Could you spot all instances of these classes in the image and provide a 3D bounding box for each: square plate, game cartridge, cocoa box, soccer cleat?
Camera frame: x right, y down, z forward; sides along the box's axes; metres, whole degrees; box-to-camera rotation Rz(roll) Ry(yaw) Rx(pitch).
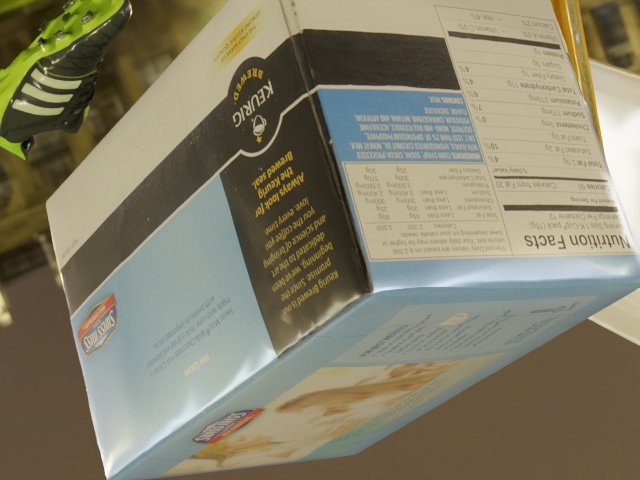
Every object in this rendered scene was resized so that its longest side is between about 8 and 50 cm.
[{"bbox_3d":[0.307,-0.078,1.893,0.049,0.347,0.344,-23,-144,-33],"label":"square plate"},{"bbox_3d":[0.247,-0.151,1.553,0.053,0.285,0.324,-10,-177,15],"label":"game cartridge"},{"bbox_3d":[0.000,0.000,1.056,0.231,0.228,0.347,-1,156,-36],"label":"cocoa box"},{"bbox_3d":[-0.189,-0.123,1.158,0.179,0.072,0.060,-32,-148,34],"label":"soccer cleat"}]
